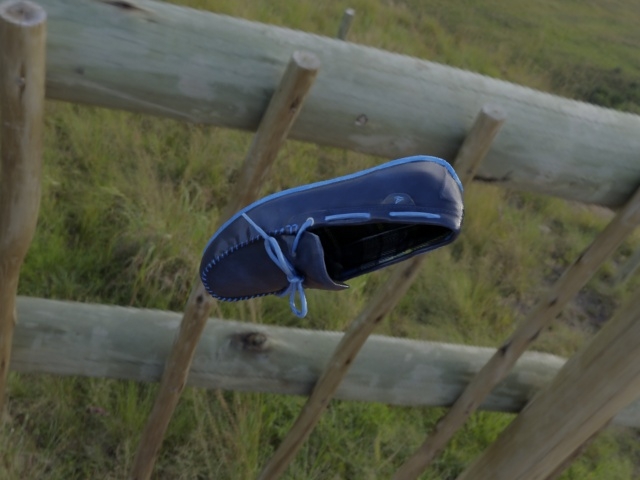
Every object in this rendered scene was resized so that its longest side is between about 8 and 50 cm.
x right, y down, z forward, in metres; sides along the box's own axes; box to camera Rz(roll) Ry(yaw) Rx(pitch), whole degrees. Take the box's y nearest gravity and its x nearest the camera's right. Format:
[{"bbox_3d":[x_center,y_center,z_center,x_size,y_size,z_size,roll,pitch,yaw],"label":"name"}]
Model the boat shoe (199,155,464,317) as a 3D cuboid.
[{"bbox_3d":[0.000,0.000,0.684,0.109,0.258,0.089,48,26,-38],"label":"boat shoe"}]
